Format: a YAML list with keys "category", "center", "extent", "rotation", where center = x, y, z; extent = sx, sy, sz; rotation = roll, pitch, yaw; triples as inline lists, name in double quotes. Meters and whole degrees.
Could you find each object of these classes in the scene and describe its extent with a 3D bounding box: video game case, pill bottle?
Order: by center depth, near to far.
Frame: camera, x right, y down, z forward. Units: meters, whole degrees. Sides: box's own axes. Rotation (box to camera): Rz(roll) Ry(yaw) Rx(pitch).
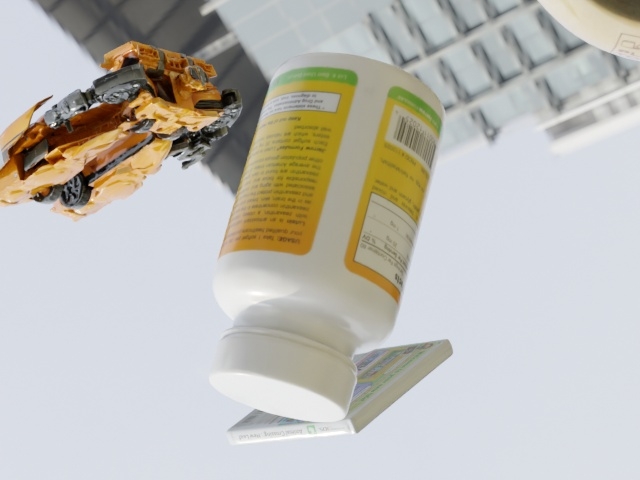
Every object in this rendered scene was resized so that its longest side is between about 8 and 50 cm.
- category: "pill bottle"
  center: [0.000, 0.000, 1.108]
  extent: [0.136, 0.136, 0.245]
  rotation: [31, -115, -36]
- category: "video game case"
  center: [0.024, 0.176, 1.773]
  extent: [0.212, 0.193, 0.023]
  rotation: [-32, -74, -48]

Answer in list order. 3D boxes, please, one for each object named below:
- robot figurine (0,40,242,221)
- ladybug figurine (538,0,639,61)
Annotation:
- category: "robot figurine"
  center: [-0.224, -0.114, 1.593]
  extent: [0.211, 0.291, 0.085]
  rotation: [10, -124, -49]
- category: "ladybug figurine"
  center: [0.316, -0.304, 1.281]
  extent: [0.305, 0.449, 0.162]
  rotation: [13, -113, 3]
